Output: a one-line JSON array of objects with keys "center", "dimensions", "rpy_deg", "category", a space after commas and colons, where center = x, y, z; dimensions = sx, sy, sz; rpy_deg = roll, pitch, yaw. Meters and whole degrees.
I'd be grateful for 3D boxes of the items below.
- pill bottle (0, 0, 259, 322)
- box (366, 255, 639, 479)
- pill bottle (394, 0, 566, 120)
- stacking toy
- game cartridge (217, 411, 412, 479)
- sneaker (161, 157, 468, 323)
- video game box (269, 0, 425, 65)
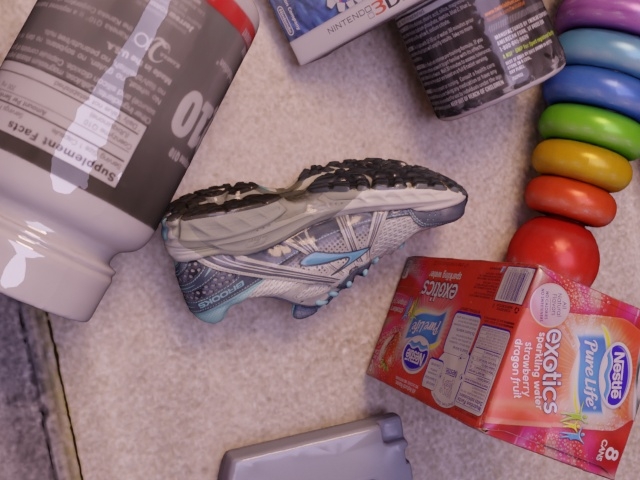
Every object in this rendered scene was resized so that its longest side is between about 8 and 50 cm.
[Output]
[{"center": [-0.178, -0.091, 0.648], "dimensions": [0.161, 0.161, 0.283], "rpy_deg": [28, 83, -16], "category": "pill bottle"}, {"center": [0.149, 0.094, 0.703], "dimensions": [0.122, 0.257, 0.128], "rpy_deg": [23, 84, -14], "category": "box"}, {"center": [0.120, -0.245, 0.754], "dimensions": [0.130, 0.130, 0.246], "rpy_deg": [-27, 99, -15], "category": "pill bottle"}, {"center": [0.260, -0.100, 0.811], "dimensions": [0.141, 0.141, 0.330], "rpy_deg": [18, 91, -17], "category": "stacking toy"}, {"center": [0.002, 0.325, 0.768], "dimensions": [0.198, 0.062, 0.297], "rpy_deg": [-8, 93, -13], "category": "game cartridge"}, {"center": [0.000, 0.000, 0.751], "dimensions": [0.282, 0.110, 0.122], "rpy_deg": [-10, 112, -15], "category": "sneaker"}, {"center": [0.014, -0.278, 0.697], "dimensions": [0.048, 0.187, 0.205], "rpy_deg": [-37, 103, -50], "category": "video game box"}]
